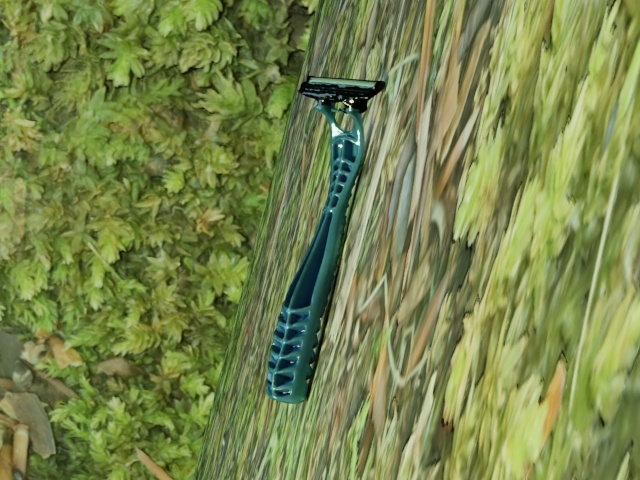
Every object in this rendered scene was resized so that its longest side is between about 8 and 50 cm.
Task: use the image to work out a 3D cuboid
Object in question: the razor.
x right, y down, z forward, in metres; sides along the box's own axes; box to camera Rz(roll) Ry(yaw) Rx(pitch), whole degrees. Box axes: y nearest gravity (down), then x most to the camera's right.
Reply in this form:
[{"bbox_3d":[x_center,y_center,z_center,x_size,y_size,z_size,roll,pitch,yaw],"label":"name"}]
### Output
[{"bbox_3d":[0.000,0.000,1.385,0.082,0.042,0.253,7,82,44],"label":"razor"}]
